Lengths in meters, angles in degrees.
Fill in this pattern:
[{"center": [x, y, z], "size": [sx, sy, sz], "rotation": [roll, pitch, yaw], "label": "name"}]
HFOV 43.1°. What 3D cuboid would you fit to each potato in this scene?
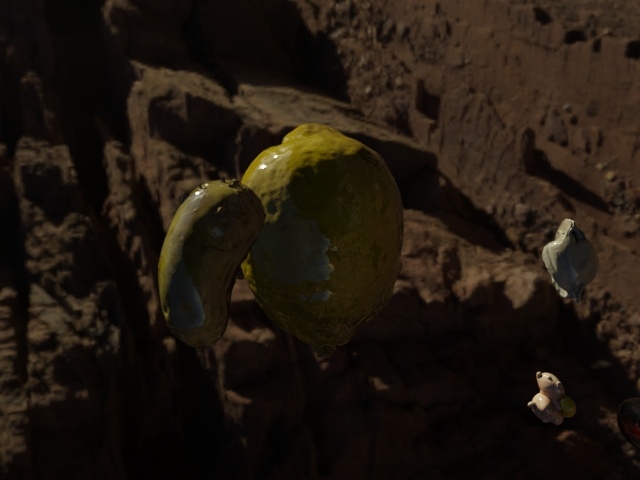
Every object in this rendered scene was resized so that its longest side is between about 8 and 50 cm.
[{"center": [-0.093, 0.015, 0.649], "size": [0.091, 0.070, 0.137], "rotation": [125, 163, -75], "label": "potato"}]

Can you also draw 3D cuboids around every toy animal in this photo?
[{"center": [0.475, 0.337, 1.678], "size": [0.114, 0.082, 0.091], "rotation": [63, 174, -27], "label": "toy animal"}]

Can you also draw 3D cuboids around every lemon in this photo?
[{"center": [0.000, -0.008, 1.236], "size": [0.285, 0.286, 0.316], "rotation": [111, 154, -56], "label": "lemon"}]

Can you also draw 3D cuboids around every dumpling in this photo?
[{"center": [0.586, 0.051, 1.920], "size": [0.136, 0.119, 0.199], "rotation": [147, 123, -73], "label": "dumpling"}]

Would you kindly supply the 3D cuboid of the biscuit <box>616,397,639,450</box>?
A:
[{"center": [0.249, 0.223, 0.528], "size": [0.151, 0.063, 0.235], "rotation": [-138, 42, -74], "label": "biscuit"}]
